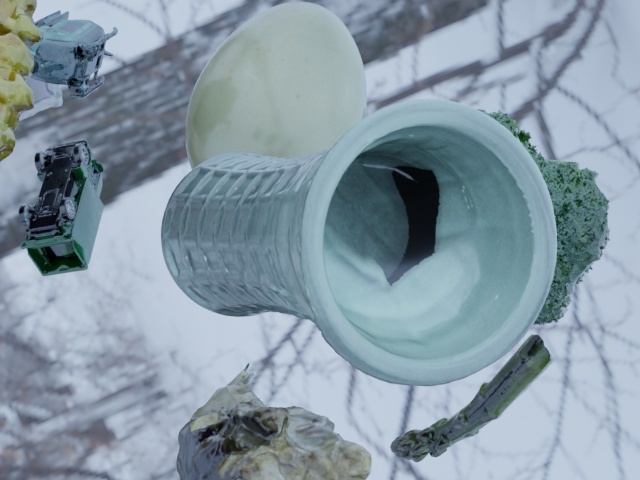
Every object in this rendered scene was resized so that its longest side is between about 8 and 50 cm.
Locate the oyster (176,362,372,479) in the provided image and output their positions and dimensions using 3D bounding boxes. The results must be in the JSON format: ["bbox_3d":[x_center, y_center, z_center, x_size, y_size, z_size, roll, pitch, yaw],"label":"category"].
[{"bbox_3d":[-0.059,0.165,0.996,0.233,0.107,0.161,-22,76,61],"label":"oyster"}]

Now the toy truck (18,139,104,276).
[{"bbox_3d":[-0.290,-0.042,1.627,0.079,0.065,0.147,64,-156,-45],"label":"toy truck"}]

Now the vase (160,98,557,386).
[{"bbox_3d":[0.000,0.000,0.839,0.299,0.143,0.143,2,115,68],"label":"vase"}]

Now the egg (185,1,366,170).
[{"bbox_3d":[-0.043,-0.140,1.545,0.189,0.253,0.188,21,165,6],"label":"egg"}]

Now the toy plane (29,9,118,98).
[{"bbox_3d":[-0.266,-0.178,1.384,0.235,0.096,0.060,-55,-13,-63],"label":"toy plane"}]

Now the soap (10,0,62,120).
[{"bbox_3d":[-0.467,-0.308,1.476,0.350,0.213,0.435,50,162,25],"label":"soap"}]

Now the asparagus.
[{"bbox_3d":[0.106,0.117,1.002,0.034,0.027,0.236,58,146,13],"label":"asparagus"}]

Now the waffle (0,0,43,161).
[{"bbox_3d":[-0.224,-0.064,0.858,0.038,0.191,0.191,26,-172,-30],"label":"waffle"}]

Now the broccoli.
[{"bbox_3d":[0.259,-0.032,1.932,0.308,0.275,0.307,25,124,43],"label":"broccoli"}]
